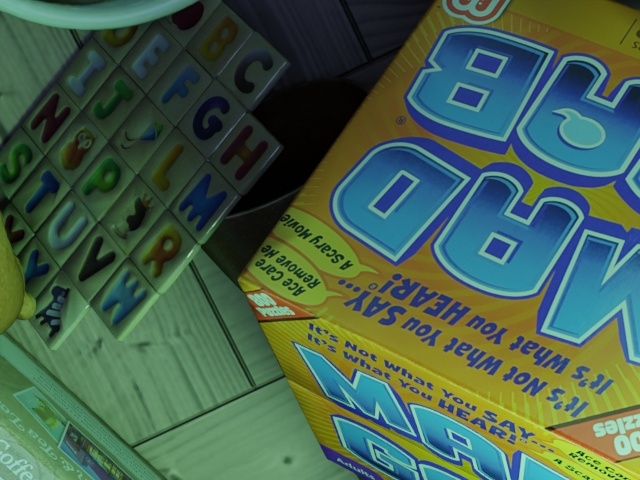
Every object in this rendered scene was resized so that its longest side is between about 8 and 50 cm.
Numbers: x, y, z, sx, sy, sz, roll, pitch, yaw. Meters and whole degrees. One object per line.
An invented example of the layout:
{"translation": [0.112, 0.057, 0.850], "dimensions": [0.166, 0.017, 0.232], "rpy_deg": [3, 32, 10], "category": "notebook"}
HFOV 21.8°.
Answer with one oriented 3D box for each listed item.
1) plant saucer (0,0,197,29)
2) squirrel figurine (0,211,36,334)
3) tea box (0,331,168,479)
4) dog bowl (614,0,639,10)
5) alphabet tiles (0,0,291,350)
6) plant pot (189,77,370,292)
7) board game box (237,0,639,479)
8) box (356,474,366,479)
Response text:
{"translation": [-0.214, -0.398, 1.532], "dimensions": [0.401, 0.100, 0.400], "rpy_deg": [0, 102, -2], "category": "plant saucer"}
{"translation": [-0.448, 0.021, 1.509], "dimensions": [0.370, 0.281, 0.397], "rpy_deg": [31, 118, 9], "category": "squirrel figurine"}
{"translation": [-0.323, 0.320, 1.621], "dimensions": [0.323, 0.220, 0.329], "rpy_deg": [-43, 100, 8], "category": "tea box"}
{"translation": [0.237, -0.378, 1.526], "dimensions": [0.408, 0.150, 0.408], "rpy_deg": [0, 102, -2], "category": "dog bowl"}
{"translation": [-0.181, -0.076, 1.541], "dimensions": [0.342, 0.285, 0.011], "rpy_deg": [-50, 140, 8], "category": "alphabet tiles"}
{"translation": [0.000, 0.000, 1.586], "dimensions": [0.215, 0.215, 0.230], "rpy_deg": [-27, 119, 4], "category": "plant pot"}
{"translation": [0.209, 0.048, 1.387], "dimensions": [0.356, 0.356, 0.356], "rpy_deg": [25, 68, 25], "category": "board game box"}
{"translation": [0.174, 0.263, 1.594], "dimensions": [0.165, 0.143, 0.270], "rpy_deg": [-42, 59, 6], "category": "box"}
